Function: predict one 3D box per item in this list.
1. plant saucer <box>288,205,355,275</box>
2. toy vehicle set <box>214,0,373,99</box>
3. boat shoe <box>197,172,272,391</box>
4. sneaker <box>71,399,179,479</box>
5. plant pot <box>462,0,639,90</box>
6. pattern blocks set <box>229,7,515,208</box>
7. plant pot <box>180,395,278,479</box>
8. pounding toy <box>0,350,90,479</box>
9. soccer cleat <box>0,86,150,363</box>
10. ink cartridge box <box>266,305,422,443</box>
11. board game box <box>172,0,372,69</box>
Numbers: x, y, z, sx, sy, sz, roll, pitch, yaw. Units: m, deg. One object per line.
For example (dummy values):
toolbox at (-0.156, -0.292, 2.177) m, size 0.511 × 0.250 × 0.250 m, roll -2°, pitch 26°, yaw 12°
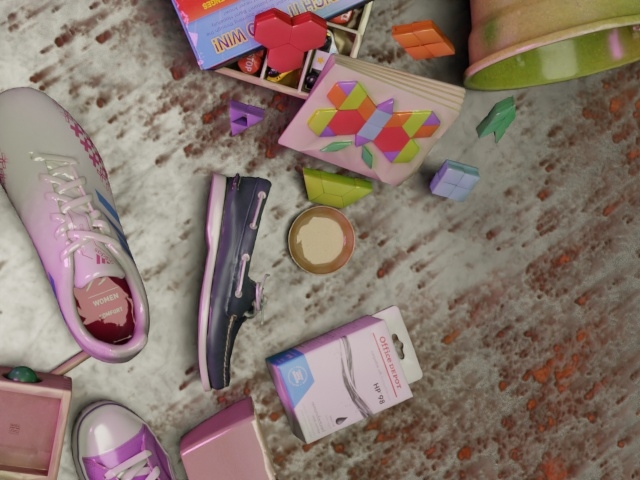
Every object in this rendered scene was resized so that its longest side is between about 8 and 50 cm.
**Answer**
plant saucer at (0.000, 0.000, 1.782) m, size 0.083 × 0.015 × 0.083 m, roll -1°, pitch 92°, yaw -16°
toy vehicle set at (-0.017, -0.301, 1.708) m, size 0.166 × 0.035 × 0.266 m, roll 16°, pitch 96°, yaw 2°
boat shoe at (-0.099, 0.050, 1.718) m, size 0.079 × 0.095 × 0.254 m, roll 5°, pitch 82°, yaw -5°
sneaker at (-0.177, 0.309, 1.665) m, size 0.102 × 0.161 × 0.282 m, roll -30°, pitch 102°, yaw -22°
plant pot at (0.277, -0.334, 1.738) m, size 0.276 × 0.276 × 0.253 m, roll -10°, pitch 84°, yaw -16°
pattern blocks set at (0.058, -0.138, 1.686) m, size 0.325 × 0.285 × 0.026 m, roll 7°, pitch 46°, yaw -14°
plant pot at (-0.107, 0.256, 1.721) m, size 0.096 × 0.109 × 0.109 m, roll -17°, pitch 98°, yaw -3°
pounding toy at (-0.330, 0.189, 1.663) m, size 0.130 × 0.100 × 0.141 m, roll 10°, pitch 96°, yaw -11°
soccer cleat at (-0.267, -0.018, 1.636) m, size 0.116 × 0.143 × 0.331 m, roll -25°, pitch 99°, yaw -14°
ink cartridge box at (0.039, 0.158, 1.777) m, size 0.180 × 0.060 × 0.104 m, roll -23°, pitch 98°, yaw -14°
board game box at (-0.048, -0.385, 1.639) m, size 0.308 × 0.086 × 0.302 m, roll -23°, pitch 94°, yaw 5°
